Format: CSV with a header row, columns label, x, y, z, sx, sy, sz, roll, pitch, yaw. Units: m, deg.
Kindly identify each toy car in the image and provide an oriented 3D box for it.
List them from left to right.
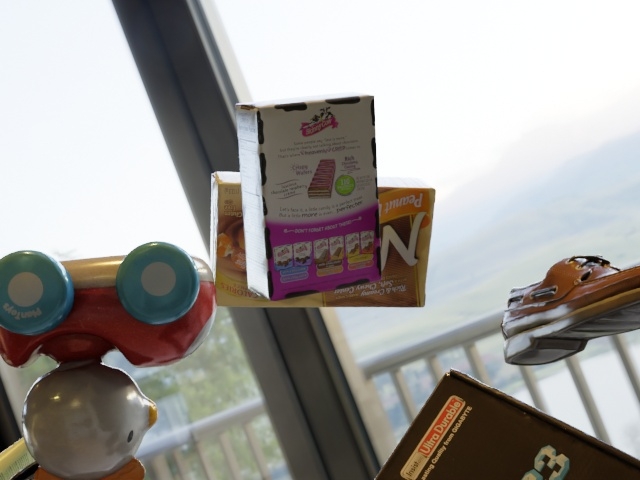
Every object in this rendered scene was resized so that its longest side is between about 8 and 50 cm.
label,x,y,z,sx,sy,sz,roll,pitch,yaw
toy car,-0.196,0.134,1.012,0.210,0.238,0.219,-4,-6,-7

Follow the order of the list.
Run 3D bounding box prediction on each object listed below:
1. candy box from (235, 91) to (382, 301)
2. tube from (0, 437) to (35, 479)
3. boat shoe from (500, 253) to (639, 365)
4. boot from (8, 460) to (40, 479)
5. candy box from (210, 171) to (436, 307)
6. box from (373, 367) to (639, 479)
label,x,y,z,sx,sy,sz,roll,pitch,yaw
candy box,-0.013,-0.057,1.323,0.159,0.233,0.071,-9,15,-28
tube,-0.514,0.380,1.724,0.240,0.062,0.070,-35,1,-40
boat shoe,0.312,0.065,1.306,0.111,0.104,0.307,8,-23,-28
boot,-0.343,0.287,1.075,0.263,0.091,0.229,-24,-13,-49
candy box,0.000,0.000,1.588,0.316,0.183,0.087,1,16,-12
box,0.148,0.284,0.842,0.295,0.293,0.073,-52,-34,-19
